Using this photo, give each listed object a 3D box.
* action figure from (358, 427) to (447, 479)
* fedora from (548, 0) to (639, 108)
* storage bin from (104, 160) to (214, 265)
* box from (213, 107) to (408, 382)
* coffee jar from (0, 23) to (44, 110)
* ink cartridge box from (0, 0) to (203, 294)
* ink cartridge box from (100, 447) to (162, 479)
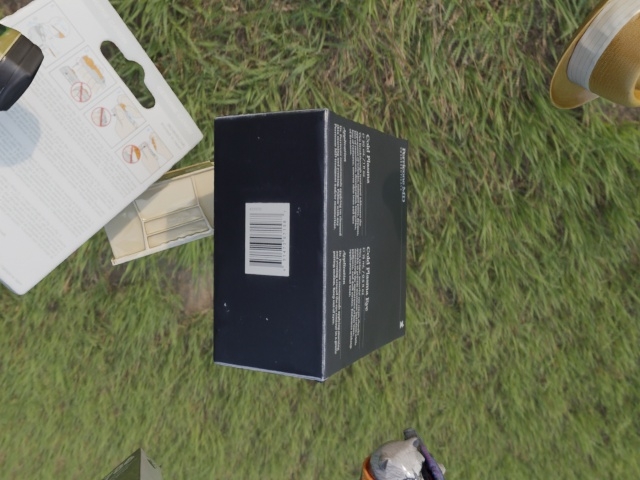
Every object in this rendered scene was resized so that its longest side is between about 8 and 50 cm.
[{"bbox_3d":[0.124,0.441,0.804,0.179,0.341,0.329,-7,102,-8],"label":"action figure"},{"bbox_3d":[0.332,-0.195,0.598,0.194,0.079,0.194,-28,153,-16],"label":"fedora"},{"bbox_3d":[-0.292,-0.072,1.152,0.261,0.262,0.123,-17,103,-10],"label":"storage bin"},{"bbox_3d":[0.000,0.000,0.870,0.179,0.313,0.342,2,92,28],"label":"box"},{"bbox_3d":[-0.410,-0.228,0.632,0.184,0.079,0.096,36,134,-30],"label":"coffee jar"},{"bbox_3d":[-0.411,-0.158,0.852,0.091,0.385,0.308,14,144,51],"label":"ink cartridge box"},{"bbox_3d":[-0.309,0.396,0.828,0.065,0.165,0.333,51,160,-2],"label":"ink cartridge box"}]
